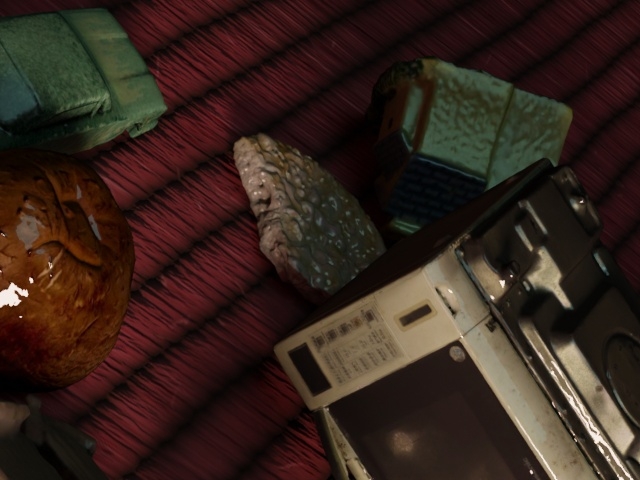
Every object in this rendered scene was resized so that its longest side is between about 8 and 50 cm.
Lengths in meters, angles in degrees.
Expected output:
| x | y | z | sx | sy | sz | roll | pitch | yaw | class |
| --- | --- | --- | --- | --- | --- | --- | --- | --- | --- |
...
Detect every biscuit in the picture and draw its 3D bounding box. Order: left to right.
| x | y | z | sx | sy | sz | roll | pitch | yaw | class |
| --- | --- | --- | --- | --- | --- | --- | --- | --- | --- |
| 0.000 | 0.000 | 1.898 | 0.265 | 0.040 | 0.188 | 51 | 32 | -4 | biscuit |

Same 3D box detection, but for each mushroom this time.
| x | y | z | sx | sy | sz | roll | pitch | yaw | class |
| --- | --- | --- | --- | --- | --- | --- | --- | --- | --- |
| -0.230 | 0.018 | 1.512 | 0.194 | 0.138 | 0.231 | 53 | 33 | 2 | mushroom |

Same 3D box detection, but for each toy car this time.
| x | y | z | sx | sy | sz | roll | pitch | yaw | class |
| --- | --- | --- | --- | --- | --- | --- | --- | --- | --- |
| -0.260 | -0.137 | 1.661 | 0.141 | 0.097 | 0.320 | 58 | 34 | 8 | toy car |

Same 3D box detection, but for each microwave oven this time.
| x | y | z | sx | sy | sz | roll | pitch | yaw | class |
| --- | --- | --- | --- | --- | --- | --- | --- | --- | --- |
| 0.198 | 0.167 | 1.758 | 0.394 | 0.247 | 0.333 | 57 | 34 | -3 | microwave oven |

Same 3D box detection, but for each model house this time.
| x | y | z | sx | sy | sz | roll | pitch | yaw | class |
| --- | --- | --- | --- | --- | --- | --- | --- | --- | --- |
| -0.240 | 0.187 | 1.367 | 0.188 | 0.122 | 0.229 | 53 | 17 | 26 | model house |
| 0.141 | -0.072 | 2.056 | 0.214 | 0.195 | 0.189 | 18 | 69 | -21 | model house |
